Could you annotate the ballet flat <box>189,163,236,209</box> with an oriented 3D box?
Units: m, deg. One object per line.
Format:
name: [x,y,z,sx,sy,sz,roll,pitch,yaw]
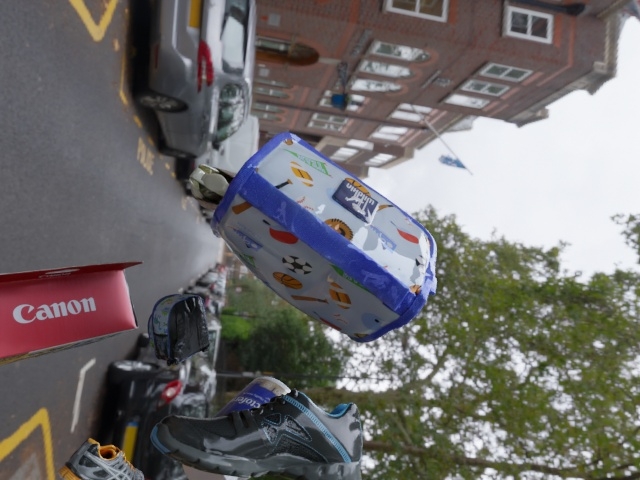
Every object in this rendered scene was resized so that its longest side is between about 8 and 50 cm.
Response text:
ballet flat: [-0.233,-0.123,1.210,0.316,0.106,0.107,20,-103,53]

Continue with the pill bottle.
pill bottle: [-0.174,0.437,1.200,0.265,0.153,0.153,-35,143,-54]

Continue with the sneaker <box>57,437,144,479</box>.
sneaker: [-0.414,0.452,1.061,0.083,0.084,0.215,-62,151,-18]

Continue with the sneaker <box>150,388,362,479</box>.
sneaker: [-0.089,0.300,0.837,0.125,0.341,0.139,-29,-132,57]

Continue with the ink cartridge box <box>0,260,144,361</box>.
ink cartridge box: [-0.498,0.136,0.938,0.272,0.309,0.130,-20,-97,32]

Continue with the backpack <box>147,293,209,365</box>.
backpack: [-0.268,0.157,0.995,0.105,0.084,0.114,-17,109,-56]

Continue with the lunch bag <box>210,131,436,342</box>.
lunch bag: [0.000,0.000,0.898,0.239,0.328,0.385,-54,-177,-4]
